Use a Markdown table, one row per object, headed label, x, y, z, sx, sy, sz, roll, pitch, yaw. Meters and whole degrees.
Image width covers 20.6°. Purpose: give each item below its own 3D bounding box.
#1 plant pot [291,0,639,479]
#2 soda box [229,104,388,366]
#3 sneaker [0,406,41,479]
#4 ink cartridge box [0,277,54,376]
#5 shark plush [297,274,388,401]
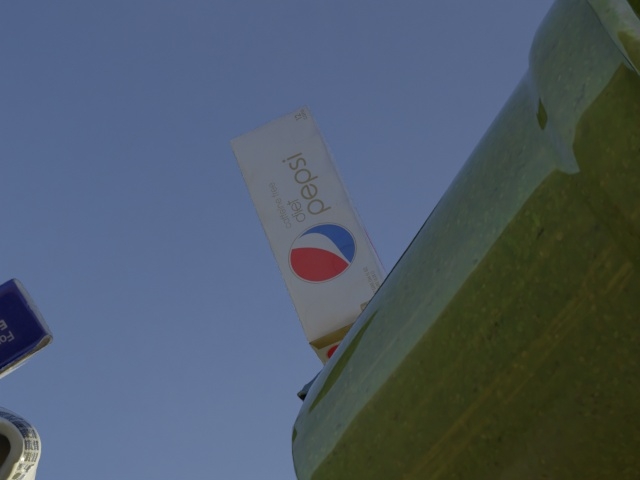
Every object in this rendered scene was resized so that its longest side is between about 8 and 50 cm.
| label | x | y | z | sx | sy | sz | roll | pitch | yaw |
| --- | --- | --- | --- | --- | --- | --- | --- | --- | --- |
| plant pot | 0.130 | 0.047 | 0.727 | 0.276 | 0.276 | 0.254 | 37 | -64 | -11 |
| soda box | 0.000 | 0.000 | 1.380 | 0.074 | 0.216 | 0.069 | -25 | -36 | 3 |
| sneaker | -0.274 | 0.139 | 0.987 | 0.095 | 0.235 | 0.090 | 143 | -70 | -76 |
| ink cartridge box | -0.357 | 0.138 | 1.341 | 0.071 | 0.324 | 0.330 | 58 | -11 | 0 |
| shark plush | 0.030 | 0.094 | 1.613 | 0.067 | 0.161 | 0.073 | 17 | -28 | 29 |
